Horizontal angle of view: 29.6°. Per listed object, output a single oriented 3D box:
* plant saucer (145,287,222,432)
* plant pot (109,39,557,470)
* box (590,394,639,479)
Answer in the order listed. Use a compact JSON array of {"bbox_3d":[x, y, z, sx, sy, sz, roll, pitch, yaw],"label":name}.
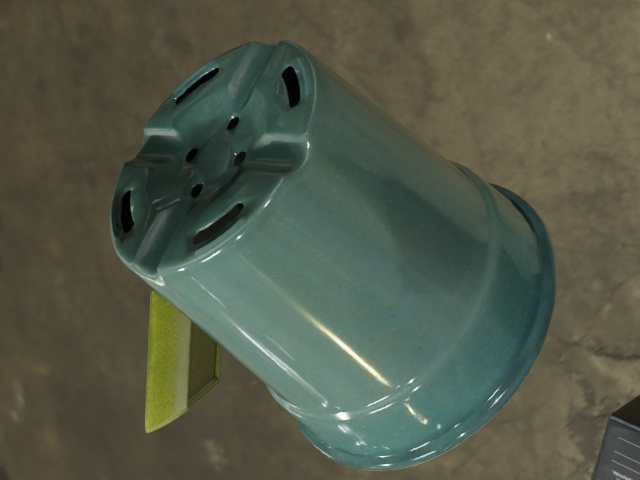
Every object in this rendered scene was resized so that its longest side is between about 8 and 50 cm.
[{"bbox_3d":[-0.167,0.135,1.554,0.045,0.188,0.188,7,100,13],"label":"plant saucer"},{"bbox_3d":[0.000,0.000,1.179,0.341,0.341,0.334,0,149,45],"label":"plant pot"},{"bbox_3d":[0.420,0.312,1.318,0.179,0.343,0.312,22,112,32],"label":"box"}]
